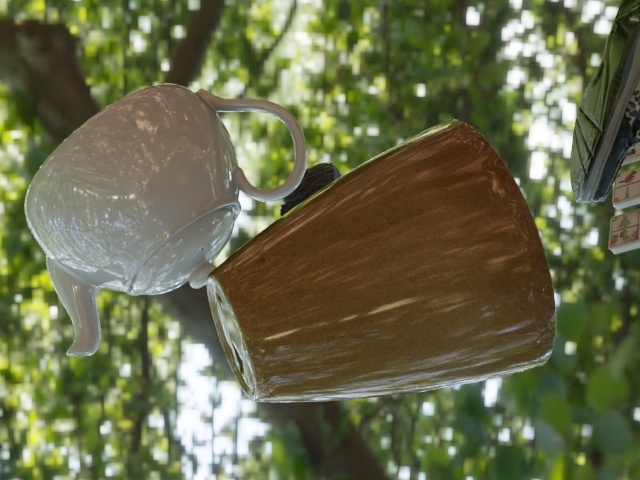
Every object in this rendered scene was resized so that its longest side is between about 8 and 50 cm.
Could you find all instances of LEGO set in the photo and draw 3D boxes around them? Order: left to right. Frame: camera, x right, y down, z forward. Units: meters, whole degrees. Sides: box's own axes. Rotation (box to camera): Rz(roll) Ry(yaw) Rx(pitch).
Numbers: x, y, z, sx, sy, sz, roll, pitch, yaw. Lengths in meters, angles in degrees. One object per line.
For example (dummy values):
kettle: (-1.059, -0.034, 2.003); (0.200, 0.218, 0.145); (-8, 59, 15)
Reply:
LEGO set: (0.457, -0.079, 1.731); (0.244, 0.060, 0.182); (-18, -135, 35)

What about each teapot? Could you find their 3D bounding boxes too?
teapot: (-0.171, -0.033, 1.585); (0.187, 0.256, 0.252); (49, -135, 11)

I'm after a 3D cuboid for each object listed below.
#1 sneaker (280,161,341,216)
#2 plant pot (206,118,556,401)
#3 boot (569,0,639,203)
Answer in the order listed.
sneaker: (0.000, 0.000, 1.960); (0.083, 0.221, 0.087); (-10, 153, 29)
plant pot: (0.038, 0.044, 1.313); (0.254, 0.237, 0.237); (-19, -152, -13)
boot: (0.340, -0.124, 1.377); (0.178, 0.236, 0.085); (9, -147, -10)
